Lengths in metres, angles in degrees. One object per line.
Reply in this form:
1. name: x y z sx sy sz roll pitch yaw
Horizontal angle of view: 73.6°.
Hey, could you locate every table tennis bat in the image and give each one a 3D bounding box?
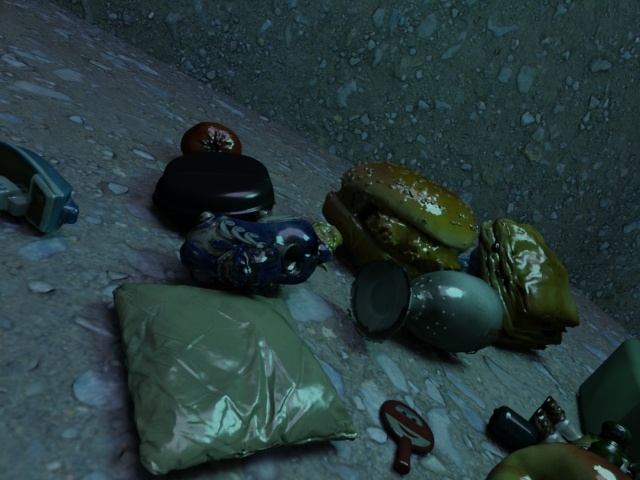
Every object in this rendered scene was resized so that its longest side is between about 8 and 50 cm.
1. table tennis bat: 0.132 0.300 0.658 0.098 0.019 0.154 33 17 8

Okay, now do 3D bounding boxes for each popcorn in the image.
1. popcorn: 0.002 -0.001 1.092 0.097 0.109 0.089 61 -22 0

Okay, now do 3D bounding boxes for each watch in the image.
1. watch: 0.457 0.102 1.407 0.210 0.211 0.193 19 2 -28

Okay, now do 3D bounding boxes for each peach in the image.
1. peach: 0.285 0.365 0.486 0.232 0.233 0.232 27 20 -10

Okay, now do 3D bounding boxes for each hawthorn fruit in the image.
1. hawthorn fruit: -0.307 -0.270 1.236 0.165 0.165 0.285 25 14 -15

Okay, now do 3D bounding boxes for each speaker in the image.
1. speaker: 0.354 0.354 0.804 0.075 0.060 0.094 36 -15 16

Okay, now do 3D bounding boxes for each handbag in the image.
1. handbag: -0.230 -0.118 0.945 0.253 0.093 0.308 1 27 -14

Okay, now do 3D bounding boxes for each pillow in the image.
1. pillow: -0.112 0.155 0.568 0.280 0.076 0.274 13 27 -39

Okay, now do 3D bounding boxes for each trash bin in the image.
1. trash bin: 0.733 0.396 0.998 0.158 0.223 0.343 39 24 23

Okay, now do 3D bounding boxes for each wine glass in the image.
1. wine glass: 0.243 0.146 0.940 0.356 0.191 0.190 17 24 -37

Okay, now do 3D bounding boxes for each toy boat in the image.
1. toy boat: -0.466 -0.088 0.637 0.215 0.088 0.102 38 24 16

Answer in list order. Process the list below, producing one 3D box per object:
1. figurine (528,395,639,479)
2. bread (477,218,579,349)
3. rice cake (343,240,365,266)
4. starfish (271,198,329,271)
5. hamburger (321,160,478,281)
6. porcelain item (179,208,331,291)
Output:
1. figurine: 0.547 0.428 0.740 0.281 0.167 0.370 -14 38 -43
2. bread: 0.616 0.129 1.256 0.314 0.370 0.191 14 -17 -30
3. rice cake: 0.128 0.023 1.290 0.124 0.038 0.211 24 21 -20
4. starfish: -0.136 -0.015 0.978 0.302 0.060 0.299 -3 42 -35
5. hamburger: 0.241 -0.030 1.155 0.445 0.268 0.287 28 23 -14
6. porcelain item: -0.096 0.020 0.753 0.186 0.138 0.288 13 7 38
